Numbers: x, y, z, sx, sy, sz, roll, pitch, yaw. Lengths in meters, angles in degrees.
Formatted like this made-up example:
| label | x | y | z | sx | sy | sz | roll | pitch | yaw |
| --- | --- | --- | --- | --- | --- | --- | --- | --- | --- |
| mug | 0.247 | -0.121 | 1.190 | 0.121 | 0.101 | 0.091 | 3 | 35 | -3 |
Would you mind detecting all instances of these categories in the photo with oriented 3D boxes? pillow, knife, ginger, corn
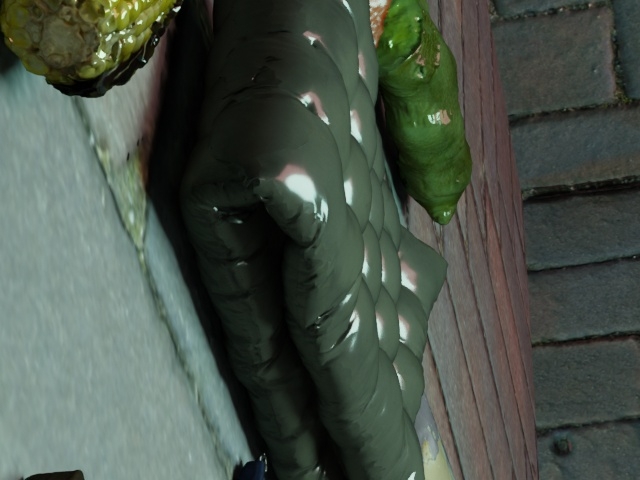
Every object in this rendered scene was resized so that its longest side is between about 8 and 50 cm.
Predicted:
| label | x | y | z | sx | sy | sz | roll | pitch | yaw |
| --- | --- | --- | --- | --- | --- | --- | --- | --- | --- |
| pillow | 0.000 | 0.000 | 0.971 | 0.228 | 0.101 | 0.326 | -85 | 163 | -44 |
| knife | -0.041 | 0.147 | 0.868 | 0.121 | 0.018 | 0.031 | -81 | 162 | -62 |
| ginger | 0.099 | -0.129 | 1.631 | 0.137 | 0.089 | 0.290 | -113 | -179 | -47 |
| corn | -0.082 | -0.124 | 0.691 | 0.203 | 0.072 | 0.072 | -77 | 158 | -58 |

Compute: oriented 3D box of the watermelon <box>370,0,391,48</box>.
| label | x | y | z | sx | sy | sz | roll | pitch | yaw |
| --- | --- | --- | --- | --- | --- | --- | --- | --- | --- |
| watermelon | -0.012 | -0.175 | 1.061 | 0.145 | 0.137 | 0.193 | -63 | 176 | 13 |

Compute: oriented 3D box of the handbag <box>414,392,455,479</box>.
| label | x | y | z | sx | sy | sz | roll | pitch | yaw |
| --- | --- | --- | --- | --- | --- | --- | --- | --- | --- |
| handbag | 0.060 | 0.191 | 1.178 | 0.117 | 0.095 | 0.173 | -55 | 134 | -70 |

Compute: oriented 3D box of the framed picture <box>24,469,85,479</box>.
| label | x | y | z | sx | sy | sz | roll | pitch | yaw |
| --- | --- | --- | --- | --- | --- | --- | --- | --- | --- |
| framed picture | -0.090 | 0.177 | 0.558 | 0.128 | 0.023 | 0.168 | -56 | 138 | -74 |
